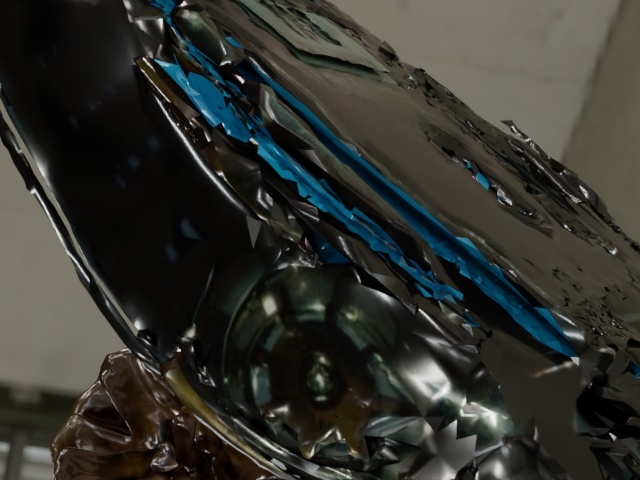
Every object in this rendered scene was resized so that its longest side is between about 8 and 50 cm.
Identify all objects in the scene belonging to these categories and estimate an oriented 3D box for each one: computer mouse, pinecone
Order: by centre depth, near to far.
[{"bbox_3d":[0.000,0.000,0.424,0.077,0.241,0.146,-53,-25,16],"label":"computer mouse"},{"bbox_3d":[-0.040,0.103,0.750,0.165,0.163,0.163,50,-134,-72],"label":"pinecone"}]
